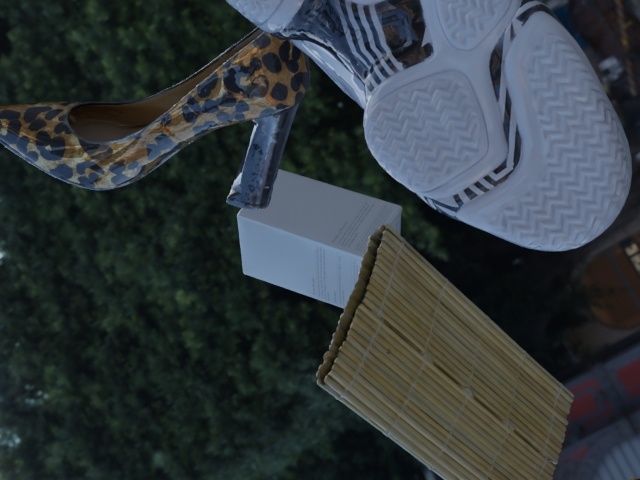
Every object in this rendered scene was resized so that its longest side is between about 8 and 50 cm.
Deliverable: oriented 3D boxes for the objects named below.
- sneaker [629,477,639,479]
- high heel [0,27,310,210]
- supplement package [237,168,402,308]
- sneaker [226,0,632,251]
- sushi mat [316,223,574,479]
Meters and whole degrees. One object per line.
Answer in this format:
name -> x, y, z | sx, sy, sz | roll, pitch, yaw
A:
sneaker -> 0.266, 0.263, 1.003 | 0.084, 0.215, 0.083 | 50, -166, -19
high heel -> -0.144, -0.130, 0.895 | 0.261, 0.186, 0.093 | 11, -141, -9
supplement package -> 0.000, 0.000, 1.342 | 0.105, 0.179, 0.105 | -55, -26, -39
sneaker -> 0.085, -0.126, 0.760 | 0.366, 0.137, 0.210 | 45, -165, 25
sushi mat -> 0.123, 0.134, 0.962 | 0.316, 0.019, 0.151 | 41, -119, -34
